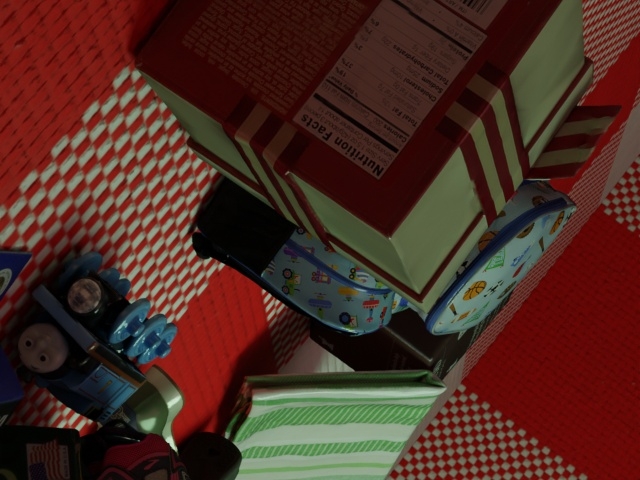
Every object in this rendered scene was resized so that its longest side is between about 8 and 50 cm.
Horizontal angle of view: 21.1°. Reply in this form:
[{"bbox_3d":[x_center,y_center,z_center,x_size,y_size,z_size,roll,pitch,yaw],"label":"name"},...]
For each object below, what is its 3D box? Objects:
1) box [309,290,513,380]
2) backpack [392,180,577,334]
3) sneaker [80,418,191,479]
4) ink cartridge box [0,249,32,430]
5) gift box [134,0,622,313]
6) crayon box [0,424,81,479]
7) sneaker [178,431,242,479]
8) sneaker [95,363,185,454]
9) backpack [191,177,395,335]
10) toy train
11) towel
[{"bbox_3d":[0.116,0.059,2.047,0.203,0.167,0.168,-48,165,-24],"label":"box"},{"bbox_3d":[0.117,-0.024,1.788,0.263,0.213,0.276,-1,129,-56],"label":"backpack"},{"bbox_3d":[-0.169,0.197,1.366,0.121,0.112,0.299,-21,-172,-30],"label":"sneaker"},{"bbox_3d":[-0.306,0.171,1.130,0.371,0.069,0.176,-58,166,7],"label":"ink cartridge box"},{"bbox_3d":[0.061,-0.123,1.231,0.276,0.255,0.258,-49,164,-5],"label":"gift box"},{"bbox_3d":[-0.253,0.304,1.294,0.081,0.202,0.318,6,141,-22],"label":"crayon box"},{"bbox_3d":[-0.171,0.311,1.873,0.227,0.087,0.130,-42,157,-58],"label":"sneaker"},{"bbox_3d":[-0.181,0.191,1.610,0.086,0.064,0.192,-37,160,-29],"label":"sneaker"},{"bbox_3d":[0.000,0.000,1.494,0.117,0.173,0.158,-58,165,17],"label":"backpack"},{"bbox_3d":[-0.174,0.077,1.306,0.105,0.080,0.184,-47,166,-5],"label":"toy train"},{"bbox_3d":[-0.005,0.238,2.027,0.248,0.038,0.325,-2,149,-17],"label":"towel"}]
